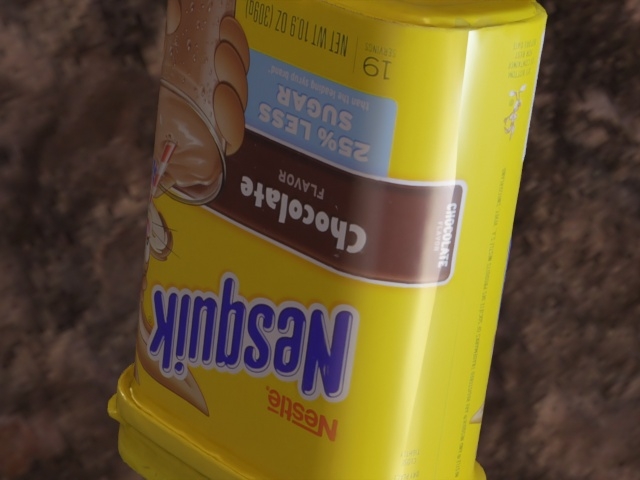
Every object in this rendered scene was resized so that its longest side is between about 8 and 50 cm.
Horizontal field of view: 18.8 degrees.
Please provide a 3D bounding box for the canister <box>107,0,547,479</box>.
[{"bbox_3d":[0.000,0.000,0.575,0.126,0.073,0.169,26,-62,41],"label":"canister"}]
